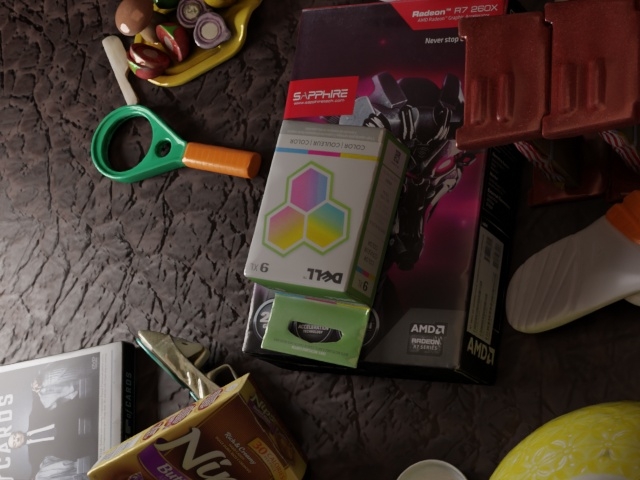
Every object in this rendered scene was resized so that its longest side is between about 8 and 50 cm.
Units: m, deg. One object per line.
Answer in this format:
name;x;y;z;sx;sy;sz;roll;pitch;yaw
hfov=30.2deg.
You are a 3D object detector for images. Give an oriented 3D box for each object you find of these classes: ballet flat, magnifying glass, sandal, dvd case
ballet flat;-0.120;0.138;1.219;0.052;0.057;0.168;-45;66;-5
magnifying glass;-0.166;-0.100;1.340;0.231;0.026;0.092;12;79;33
sandal;0.277;0.017;1.026;0.265;0.076;0.101;-29;48;43
dvd case;-0.308;0.217;1.306;0.239;0.029;0.179;-13;67;24

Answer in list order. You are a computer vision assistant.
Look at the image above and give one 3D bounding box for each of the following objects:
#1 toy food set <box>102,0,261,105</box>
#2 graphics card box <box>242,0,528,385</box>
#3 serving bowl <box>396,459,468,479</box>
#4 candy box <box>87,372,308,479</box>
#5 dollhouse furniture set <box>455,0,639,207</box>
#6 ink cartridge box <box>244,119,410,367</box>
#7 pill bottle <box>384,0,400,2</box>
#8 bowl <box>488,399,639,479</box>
toy food set;-0.173;-0.250;1.364;0.218;0.071;0.128;-27;62;19
graphics card box;0.069;-0.053;1.150;0.233;0.094;0.370;2;75;29
serving bowl;0.104;0.240;1.068;0.083;0.027;0.083;-9;70;26
candy box;-0.119;0.220;1.154;0.187;0.053;0.109;-31;99;16
dollhouse furniture set;0.233;-0.232;1.054;0.152;0.201;0.374;-4;72;28
ink cartridge box;0.000;0.000;1.077;0.109;0.062;0.209;8;78;30
pill bottle;0.105;-0.439;1.192;0.210;0.210;0.362;24;85;33
bowl;0.230;0.254;0.918;0.290;0.156;0.289;-10;68;26
